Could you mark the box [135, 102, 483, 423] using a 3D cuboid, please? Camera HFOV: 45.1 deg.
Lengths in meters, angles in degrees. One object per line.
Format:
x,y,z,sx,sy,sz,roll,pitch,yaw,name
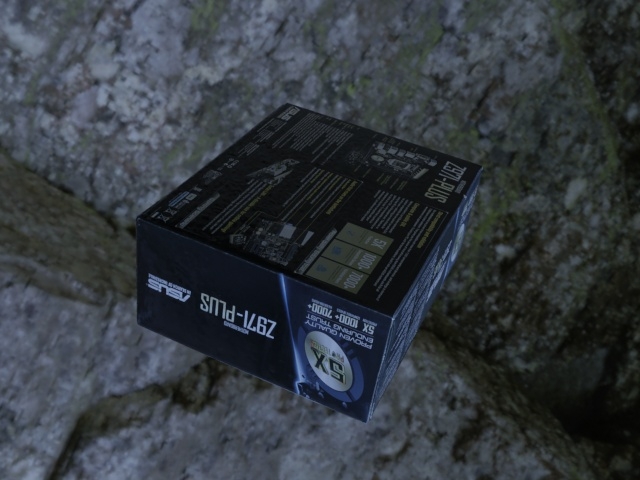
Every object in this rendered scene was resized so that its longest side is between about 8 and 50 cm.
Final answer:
0.000,0.000,0.467,0.180,0.147,0.077,-51,156,-52,box
